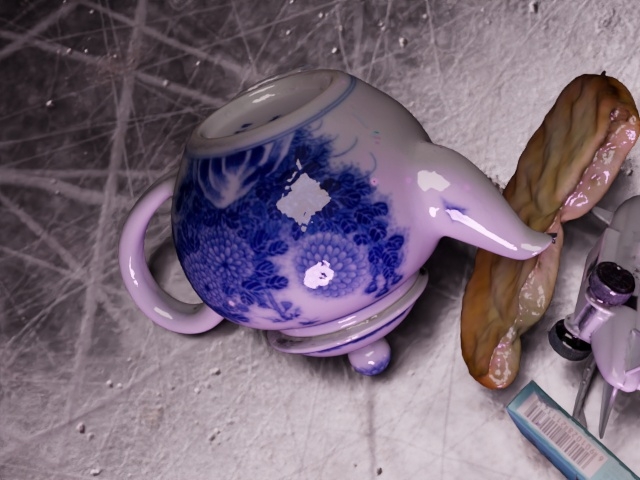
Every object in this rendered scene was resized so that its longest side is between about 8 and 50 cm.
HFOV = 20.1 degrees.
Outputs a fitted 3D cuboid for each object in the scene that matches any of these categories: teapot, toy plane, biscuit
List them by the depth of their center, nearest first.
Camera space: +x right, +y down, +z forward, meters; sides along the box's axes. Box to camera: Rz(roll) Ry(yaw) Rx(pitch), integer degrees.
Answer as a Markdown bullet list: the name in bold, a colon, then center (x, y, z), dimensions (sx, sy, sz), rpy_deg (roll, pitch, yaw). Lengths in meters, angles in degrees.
- **toy plane**: center (0.268, 0.042, 1.590), dimensions (0.101, 0.251, 0.255), rpy_deg (20, 43, -9)
- **teapot**: center (0.000, 0.000, 1.632), dimensions (0.424, 0.252, 0.280), rpy_deg (-12, 112, 27)
- **biscuit**: center (0.198, -0.014, 1.638), dimensions (0.045, 0.154, 0.299), rpy_deg (25, 95, -20)

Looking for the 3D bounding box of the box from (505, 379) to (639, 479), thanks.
- **box**: center (0.259, 0.220, 1.556), dimensions (0.229, 0.162, 0.041), rpy_deg (43, 88, 16)
